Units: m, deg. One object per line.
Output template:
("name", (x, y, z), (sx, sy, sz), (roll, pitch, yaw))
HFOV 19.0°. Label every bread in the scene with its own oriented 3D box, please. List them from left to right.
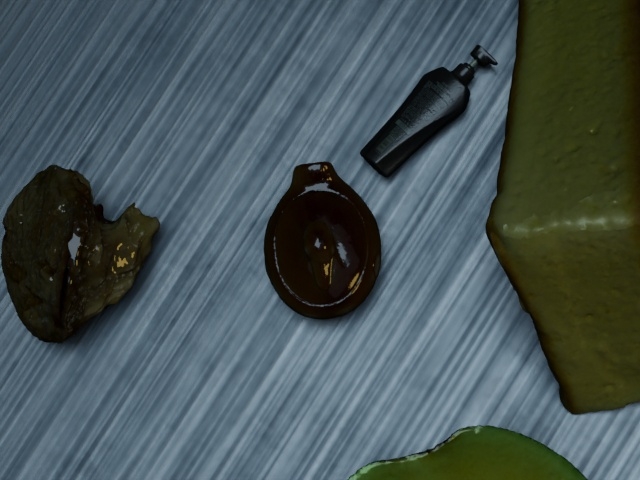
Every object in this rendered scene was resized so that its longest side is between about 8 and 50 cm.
("bread", (0.282, -0.084, 1.558), (0.233, 0.245, 0.362), (-10, 46, 21))

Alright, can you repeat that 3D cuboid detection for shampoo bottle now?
("shampoo bottle", (0.092, -0.112, 1.620), (0.137, 0.027, 0.048), (-46, 68, -4))

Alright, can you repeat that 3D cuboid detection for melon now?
("melon", (0.109, 0.253, 1.501), (0.265, 0.129, 0.169), (-19, 55, 4))

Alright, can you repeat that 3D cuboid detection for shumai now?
("shumai", (-0.211, 0.019, 1.610), (0.123, 0.105, 0.139), (-5, 60, 50))

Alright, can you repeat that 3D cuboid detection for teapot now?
("teapot", (0.000, 0.000, 1.581), (0.098, 0.078, 0.129), (-4, 77, 6))
